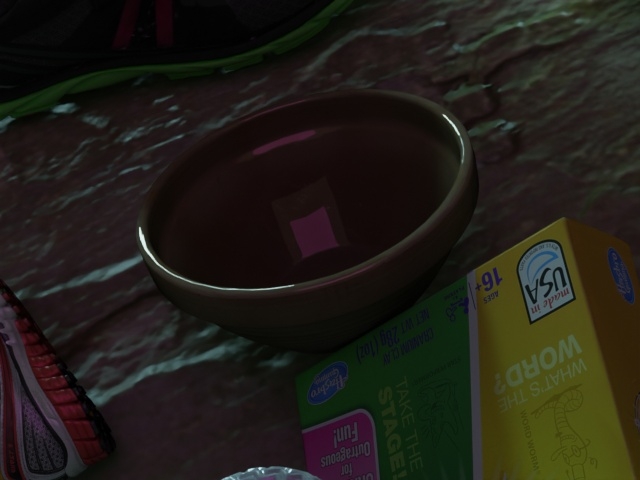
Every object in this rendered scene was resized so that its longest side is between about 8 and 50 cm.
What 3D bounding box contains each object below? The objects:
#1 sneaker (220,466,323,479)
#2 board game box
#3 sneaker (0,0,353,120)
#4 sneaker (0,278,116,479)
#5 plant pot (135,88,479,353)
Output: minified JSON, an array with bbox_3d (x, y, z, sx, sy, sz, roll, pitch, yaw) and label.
[{"bbox_3d":[-0.055,0.312,0.615,0.137,0.210,0.366,9,65,14],"label":"sneaker"},{"bbox_3d":[0.103,0.180,0.676,0.242,0.064,0.316,-35,50,36],"label":"board game box"},{"bbox_3d":[-0.150,-0.241,0.956,0.483,0.202,0.185,-22,60,-4],"label":"sneaker"},{"bbox_3d":[-0.244,0.087,0.850,0.093,0.088,0.225,-36,61,-10],"label":"sneaker"},{"bbox_3d":[0.000,0.000,0.828,0.237,0.110,0.237,-12,36,9],"label":"plant pot"}]
